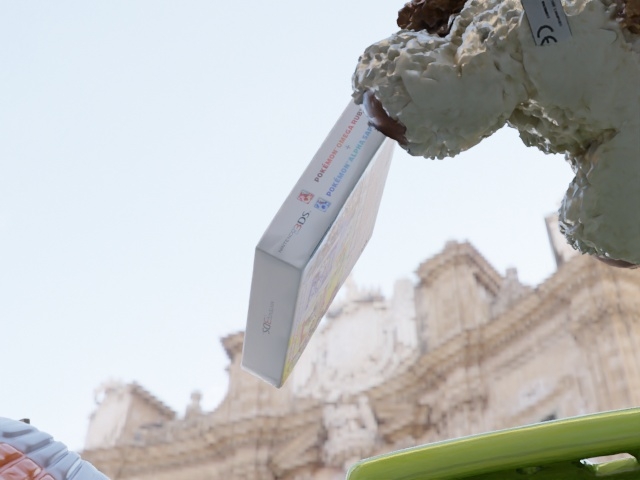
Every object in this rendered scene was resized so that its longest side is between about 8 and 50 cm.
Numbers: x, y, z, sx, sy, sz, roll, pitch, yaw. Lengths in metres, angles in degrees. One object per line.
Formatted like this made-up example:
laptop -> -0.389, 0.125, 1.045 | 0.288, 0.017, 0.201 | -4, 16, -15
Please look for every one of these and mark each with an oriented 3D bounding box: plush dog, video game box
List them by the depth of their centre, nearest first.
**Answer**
plush dog -> 0.172, -0.133, 0.903 | 0.262, 0.225, 0.210 | 28, -72, -8
video game box -> 0.000, 0.000, 1.052 | 0.048, 0.187, 0.205 | 24, -32, 8

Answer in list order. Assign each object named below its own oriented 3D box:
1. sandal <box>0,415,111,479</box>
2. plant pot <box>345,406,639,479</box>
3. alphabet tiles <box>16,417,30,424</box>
sandal -> -0.115, 0.169, 0.598 | 0.265, 0.102, 0.076 | 30, -78, 27
plant pot -> 0.157, 0.218, 0.617 | 0.227, 0.228, 0.207 | -14, -26, 24
alphabet tiles -> -0.316, 0.276, 1.174 | 0.009, 0.198, 0.237 | 6, -17, -34
